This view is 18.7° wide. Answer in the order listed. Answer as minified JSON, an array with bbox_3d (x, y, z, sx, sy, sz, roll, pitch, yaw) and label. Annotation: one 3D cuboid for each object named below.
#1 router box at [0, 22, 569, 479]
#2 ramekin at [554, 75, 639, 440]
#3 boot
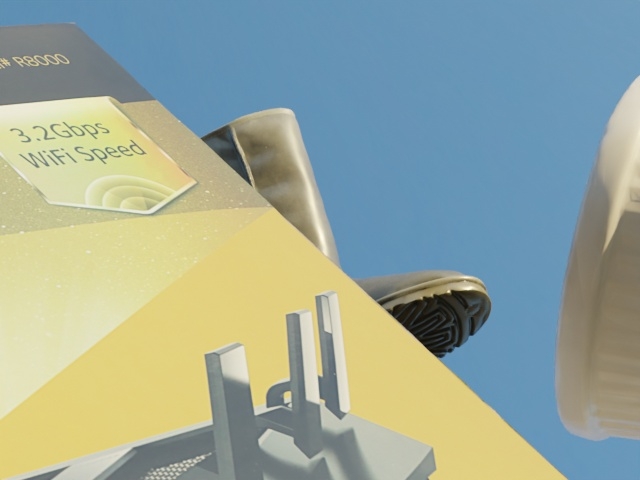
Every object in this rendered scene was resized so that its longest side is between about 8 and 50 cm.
[{"bbox_3d":[-0.094,0.066,0.341,0.243,0.309,0.081,42,-58,26],"label":"router box"},{"bbox_3d":[0.266,0.021,1.364,0.127,0.273,0.272,13,-74,20],"label":"ramekin"},{"bbox_3d":[0.000,-0.002,1.297,0.190,0.208,0.076,-18,-41,5],"label":"boot"}]
